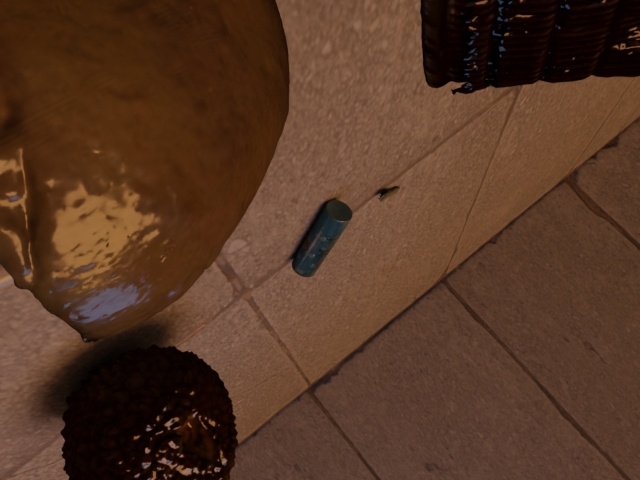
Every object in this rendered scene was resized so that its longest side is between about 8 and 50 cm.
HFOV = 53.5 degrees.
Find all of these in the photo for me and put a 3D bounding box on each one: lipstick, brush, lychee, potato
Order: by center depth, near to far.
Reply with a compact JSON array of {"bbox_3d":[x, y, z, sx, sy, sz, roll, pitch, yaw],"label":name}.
[{"bbox_3d":[-0.102,-0.099,0.392,0.264,0.189,0.211,-36,161,-15],"label":"potato"},{"bbox_3d":[-0.255,0.283,0.922,0.267,0.267,0.267,-36,162,-14],"label":"lychee"},{"bbox_3d":[0.000,0.000,1.068,0.048,0.048,0.158,-24,157,-42],"label":"lipstick"},{"bbox_3d":[0.126,-0.088,1.176,0.084,0.013,0.016,-27,152,-57],"label":"brush"}]

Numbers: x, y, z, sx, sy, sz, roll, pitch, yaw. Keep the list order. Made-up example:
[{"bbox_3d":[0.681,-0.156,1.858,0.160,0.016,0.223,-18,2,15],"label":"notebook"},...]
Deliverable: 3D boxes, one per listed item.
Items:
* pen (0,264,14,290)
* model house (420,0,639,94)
[{"bbox_3d":[-0.321,0.047,0.544,0.269,0.033,0.033,-29,159,-33],"label":"pen"},{"bbox_3d":[0.179,-0.251,0.436,0.282,0.297,0.317,-45,165,-5],"label":"model house"}]
